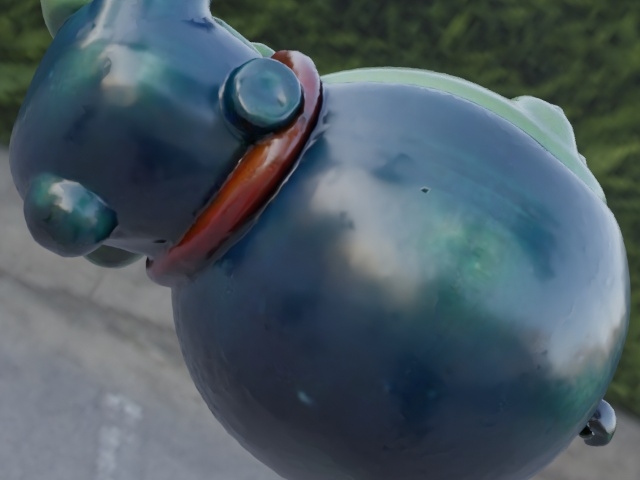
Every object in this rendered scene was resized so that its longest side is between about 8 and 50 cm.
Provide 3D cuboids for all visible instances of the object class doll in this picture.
[{"bbox_3d":[0.000,0.000,0.689,0.322,0.186,0.198,31,-31,-8],"label":"doll"}]
